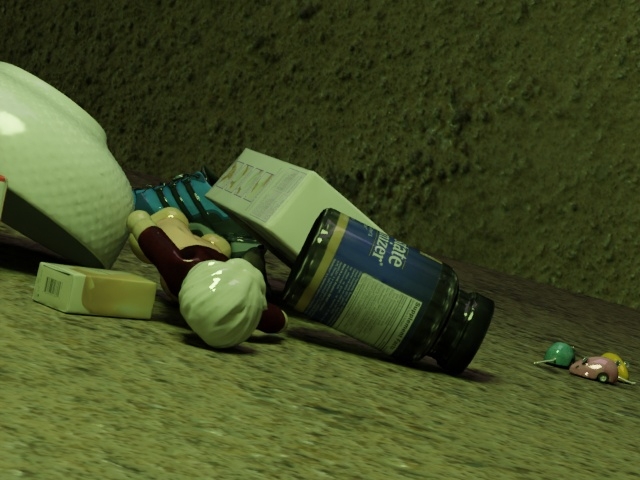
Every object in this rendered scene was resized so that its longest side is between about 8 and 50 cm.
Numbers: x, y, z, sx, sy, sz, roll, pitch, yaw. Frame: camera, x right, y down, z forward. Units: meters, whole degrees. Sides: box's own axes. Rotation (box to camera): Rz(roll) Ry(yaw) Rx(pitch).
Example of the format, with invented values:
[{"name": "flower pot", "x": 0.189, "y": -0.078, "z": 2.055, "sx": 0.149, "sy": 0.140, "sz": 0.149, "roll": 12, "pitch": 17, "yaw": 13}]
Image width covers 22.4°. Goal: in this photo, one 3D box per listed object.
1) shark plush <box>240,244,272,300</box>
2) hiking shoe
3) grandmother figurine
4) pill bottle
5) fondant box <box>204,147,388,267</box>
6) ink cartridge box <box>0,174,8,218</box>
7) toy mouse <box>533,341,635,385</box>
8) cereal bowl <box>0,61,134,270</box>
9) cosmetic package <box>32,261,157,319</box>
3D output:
[{"name": "shark plush", "x": -0.080, "y": 0.037, "z": 2.133, "sx": 0.073, "sy": 0.067, "sz": 0.161, "roll": 14, "pitch": 4, "yaw": 14}, {"name": "hiking shoe", "x": -0.218, "y": -0.062, "z": 2.593, "sx": 0.304, "sy": 0.132, "sz": 0.113, "roll": 14, "pitch": 4, "yaw": 11}, {"name": "grandmother figurine", "x": -0.122, "y": 0.045, "z": 1.728, "sx": 0.208, "sy": 0.104, "sz": 0.342, "roll": 24, "pitch": 4, "yaw": -13}, {"name": "pill bottle", "x": 0.077, "y": 0.062, "z": 1.806, "sx": 0.219, "sy": 0.122, "sz": 0.123, "roll": 26, "pitch": 3, "yaw": -4}, {"name": "fondant box", "x": 0.000, "y": 0.000, "z": 2.087, "sx": 0.238, "sy": 0.096, "sz": 0.330, "roll": 40, "pitch": -6, "yaw": -18}, {"name": "ink cartridge box", "x": -0.485, "y": -0.050, "z": 1.706, "sx": 0.197, "sy": 0.114, "sz": 0.273, "roll": 9, "pitch": 6, "yaw": -38}, {"name": "toy mouse", "x": 0.342, "y": 0.157, "z": 2.101, "sx": 0.143, "sy": 0.031, "sz": 0.161, "roll": 12, "pitch": 5, "yaw": -20}, {"name": "cereal bowl", "x": -0.357, "y": -0.110, "z": 1.907, "sx": 0.339, "sy": 0.141, "sz": 0.339, "roll": 31, "pitch": -11, "yaw": 6}, {"name": "cosmetic package", "x": -0.230, "y": 0.052, "z": 1.650, "sx": 0.060, "sy": 0.041, "sz": 0.115, "roll": 16, "pitch": 5, "yaw": 40}]
